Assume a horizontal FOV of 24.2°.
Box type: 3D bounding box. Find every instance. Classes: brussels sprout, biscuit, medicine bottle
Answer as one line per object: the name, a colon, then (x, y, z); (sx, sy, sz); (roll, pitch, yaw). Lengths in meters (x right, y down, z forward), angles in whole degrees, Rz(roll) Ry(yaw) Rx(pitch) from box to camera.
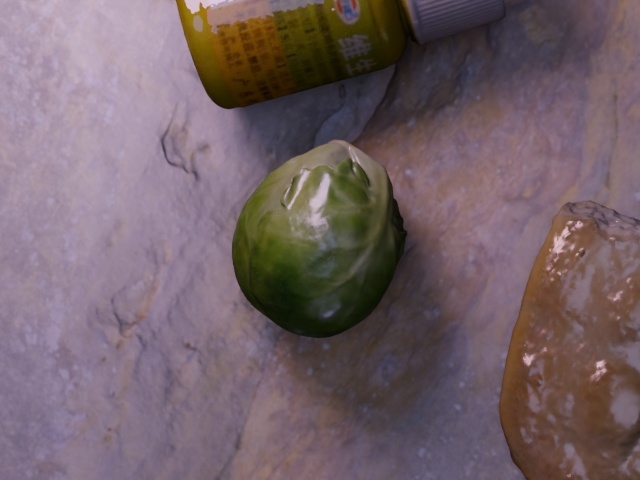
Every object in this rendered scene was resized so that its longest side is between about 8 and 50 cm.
brussels sprout: (0.000, 0.000, 1.880); (0.244, 0.244, 0.244); (0, 89, 6)
biscuit: (0.435, 0.179, 1.879); (0.429, 0.104, 0.446); (25, 92, 8)
medicine bottle: (0.023, -0.316, 1.878); (0.384, 0.224, 0.224); (-16, 87, 6)
